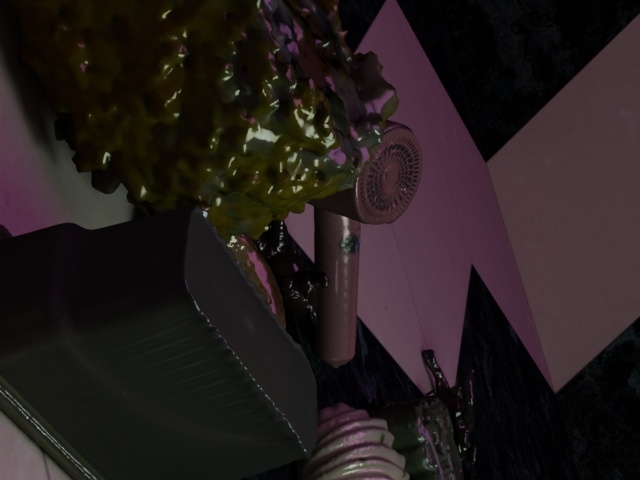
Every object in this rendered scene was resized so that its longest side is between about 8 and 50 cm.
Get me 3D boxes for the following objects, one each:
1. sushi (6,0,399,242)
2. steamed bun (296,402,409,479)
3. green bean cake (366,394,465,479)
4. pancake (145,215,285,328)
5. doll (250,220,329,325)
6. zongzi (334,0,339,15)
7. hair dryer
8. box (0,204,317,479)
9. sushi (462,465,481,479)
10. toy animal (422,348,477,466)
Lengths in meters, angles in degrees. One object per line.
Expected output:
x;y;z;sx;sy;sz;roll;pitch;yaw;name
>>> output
-0.110;-0.198;1.213;0.396;0.240;0.351;62;17;-5;sushi
0.045;0.269;1.496;0.183;0.106;0.183;-17;90;-75;steamed bun
0.124;0.313;1.692;0.227;0.125;0.223;17;57;-76;green bean cake
-0.101;0.079;1.326;0.282;0.049;0.282;55;23;-37;pancake
-0.041;0.037;1.521;0.139;0.057;0.165;54;-13;15;doll
-0.021;-0.353;2.025;0.189;0.081;0.178;-22;104;-68;zongzi
0.000;0.000;1.589;0.125;0.210;0.352;-24;125;-44;hair dryer
-0.130;0.087;0.982;0.138;0.178;0.274;-92;158;-44;box
0.222;0.407;1.806;0.210;0.040;0.193;-175;-97;-78;sushi
0.218;0.281;2.141;0.233;0.084;0.148;-85;169;-67;toy animal
